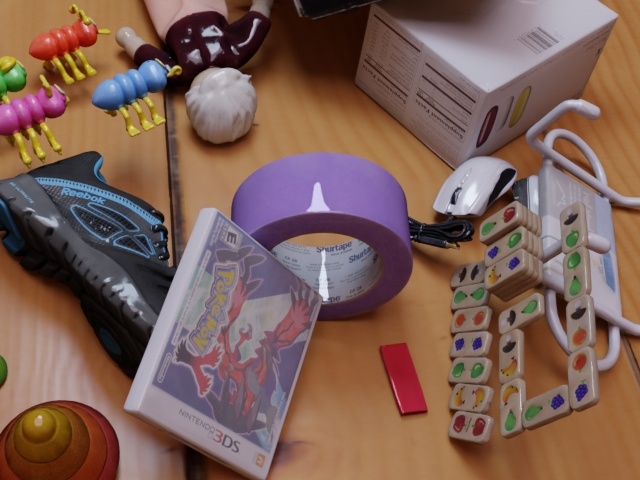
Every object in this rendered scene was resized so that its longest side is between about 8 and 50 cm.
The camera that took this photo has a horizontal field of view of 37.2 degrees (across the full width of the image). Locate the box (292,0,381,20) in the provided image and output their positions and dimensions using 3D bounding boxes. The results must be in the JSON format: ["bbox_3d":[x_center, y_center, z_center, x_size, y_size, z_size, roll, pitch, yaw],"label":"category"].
[{"bbox_3d":[0.091,-0.604,1.194,0.297,0.480,0.472,-10,28,25],"label":"box"}]

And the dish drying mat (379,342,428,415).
[{"bbox_3d":[0.088,0.146,1.009,0.032,0.008,0.083,-5,53,-15],"label":"dish drying mat"}]

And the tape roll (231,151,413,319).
[{"bbox_3d":[0.000,0.000,0.991,0.189,0.189,0.080,4,51,-7],"label":"tape roll"}]

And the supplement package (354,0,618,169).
[{"bbox_3d":[0.215,-0.249,1.251,0.262,0.145,0.204,-32,64,-29],"label":"supplement package"}]

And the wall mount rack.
[{"bbox_3d":[0.375,-0.002,1.107,0.304,0.130,0.350,27,49,-22],"label":"wall mount rack"}]

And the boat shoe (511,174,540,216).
[{"bbox_3d":[0.248,-0.018,1.148,0.040,0.049,0.142,-9,48,25],"label":"boat shoe"}]

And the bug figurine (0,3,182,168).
[{"bbox_3d":[-0.300,-0.183,1.092,0.216,0.072,0.279,-31,40,-22],"label":"bug figurine"}]

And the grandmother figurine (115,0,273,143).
[{"bbox_3d":[-0.156,-0.269,1.237,0.208,0.104,0.342,-23,59,7],"label":"grandmother figurine"}]

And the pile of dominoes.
[{"bbox_3d":[0.186,0.079,0.963,0.040,0.196,0.251,29,47,-24],"label":"pile of dominoes"}]

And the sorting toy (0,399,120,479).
[{"bbox_3d":[-0.363,0.158,0.835,0.365,0.126,0.127,10,60,-3],"label":"sorting toy"}]

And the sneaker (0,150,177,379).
[{"bbox_3d":[-0.195,0.024,0.978,0.139,0.125,0.341,-34,66,-32],"label":"sneaker"}]

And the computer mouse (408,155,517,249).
[{"bbox_3d":[0.169,-0.056,1.141,0.106,0.042,0.193,9,39,38],"label":"computer mouse"}]

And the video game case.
[{"bbox_3d":[-0.081,0.100,0.894,0.023,0.183,0.201,-3,59,38],"label":"video game case"}]

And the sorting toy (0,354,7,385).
[{"bbox_3d":[-0.355,0.106,0.936,0.061,0.042,0.102,-35,66,-31],"label":"sorting toy"}]
